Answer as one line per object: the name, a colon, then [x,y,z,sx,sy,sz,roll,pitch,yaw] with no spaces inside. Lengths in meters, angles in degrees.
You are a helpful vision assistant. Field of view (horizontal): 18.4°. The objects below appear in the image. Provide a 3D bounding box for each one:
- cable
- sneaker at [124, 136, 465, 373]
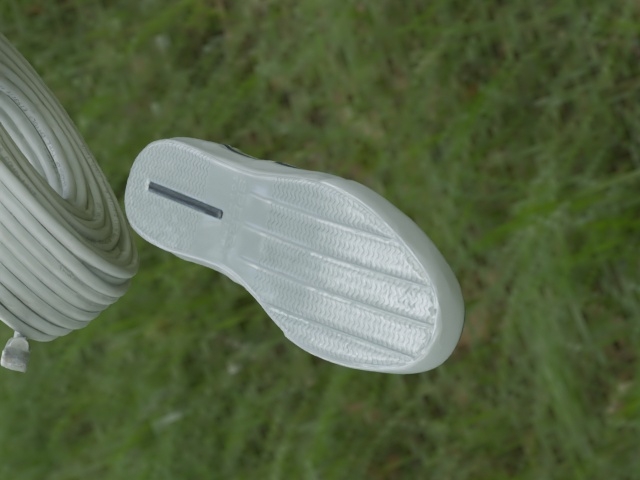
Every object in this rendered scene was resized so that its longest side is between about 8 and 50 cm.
cable: [-0.223,-0.053,1.324,0.257,0.089,0.257,56,-171,-6]
sneaker: [0.000,0.000,1.098,0.258,0.091,0.094,31,108,43]
